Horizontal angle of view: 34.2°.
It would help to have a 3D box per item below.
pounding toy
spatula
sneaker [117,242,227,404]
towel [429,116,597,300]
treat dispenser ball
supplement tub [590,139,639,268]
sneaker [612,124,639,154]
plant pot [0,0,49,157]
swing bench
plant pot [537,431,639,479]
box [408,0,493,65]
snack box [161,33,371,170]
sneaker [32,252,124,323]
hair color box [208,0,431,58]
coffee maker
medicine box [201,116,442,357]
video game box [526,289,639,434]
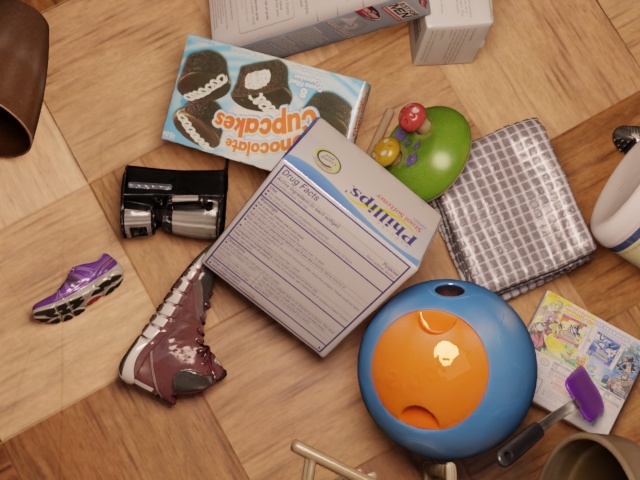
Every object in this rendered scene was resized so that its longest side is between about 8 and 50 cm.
[{"bbox_3d":[0.134,-0.167,1.776,0.110,0.237,0.183,31,77,-39],"label":"pounding toy"},{"bbox_3d":[0.370,0.290,1.672,0.296,0.030,0.084,-26,82,-39],"label":"spatula"},{"bbox_3d":[-0.206,0.154,1.774,0.162,0.106,0.281,35,85,-5],"label":"sneaker"},{"bbox_3d":[0.326,-0.050,1.818,0.235,0.121,0.284,-22,80,-6],"label":"towel"},{"bbox_3d":[0.203,0.205,1.674,0.288,0.288,0.288,1,78,-2],"label":"treat dispenser ball"},{"bbox_3d":[0.651,-0.021,1.758,0.325,0.235,0.235,32,79,-3],"label":"supplement tub"},{"bbox_3d":[0.644,-0.184,1.886,0.234,0.078,0.106,15,72,-1],"label":"sneaker"},{"bbox_3d":[-0.561,-0.298,1.802,0.215,0.215,0.230,16,64,1],"label":"plant pot"},{"bbox_3d":[0.069,0.412,1.642,0.254,0.253,0.165,9,78,0],"label":"swing bench"},{"bbox_3d":[0.533,0.467,1.646,0.280,0.323,0.323,4,78,-18],"label":"plant pot"},{"bbox_3d":[0.225,-0.429,1.861,0.119,0.181,0.182,-4,78,-4],"label":"box"},{"bbox_3d":[-0.093,-0.217,1.760,0.322,0.060,0.187,17,95,13],"label":"snack box"},{"bbox_3d":[-0.422,0.082,1.796,0.170,0.068,0.071,-32,66,-17],"label":"sneaker"},{"bbox_3d":[-0.010,-0.441,1.804,0.374,0.113,0.185,-12,78,26],"label":"hair color box"},{"bbox_3d":[-0.252,-0.078,1.813,0.178,0.120,0.171,4,44,-3],"label":"coffee maker"},{"bbox_3d":[0.000,0.000,1.677,0.263,0.289,0.149,39,41,-4],"label":"medicine box"},{"bbox_3d":[0.438,0.216,1.804,0.205,0.048,0.187,30,80,3],"label":"video game box"}]
